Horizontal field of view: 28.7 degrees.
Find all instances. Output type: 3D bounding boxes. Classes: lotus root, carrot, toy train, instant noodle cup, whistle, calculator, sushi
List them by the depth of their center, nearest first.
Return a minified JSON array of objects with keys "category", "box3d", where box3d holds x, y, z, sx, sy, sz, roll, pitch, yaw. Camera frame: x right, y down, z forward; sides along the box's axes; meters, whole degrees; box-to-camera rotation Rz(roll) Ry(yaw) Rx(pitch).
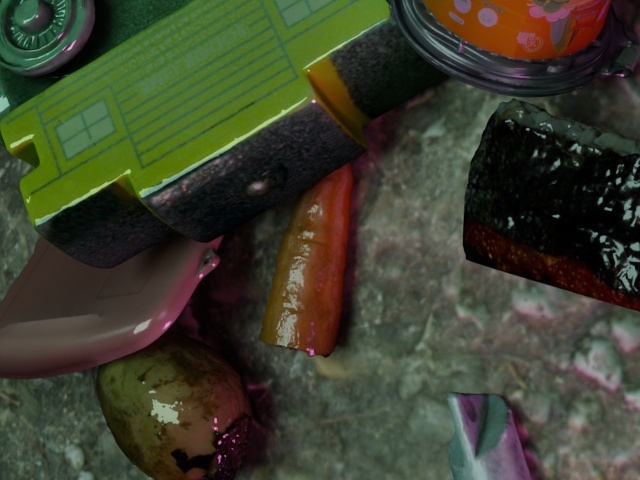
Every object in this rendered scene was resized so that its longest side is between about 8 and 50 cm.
[{"category":"sushi","box3d":[0.202,-0.022,0.904,0.225,0.136,0.126,20,95,47]},{"category":"instant noodle cup","box3d":[0.150,-0.210,0.914,0.125,0.208,0.178,104,173,-49]},{"category":"whistle","box3d":[0.156,0.264,0.956,0.062,0.062,0.312,-28,68,35]},{"category":"toy train","box3d":[-0.093,-0.157,1.090,0.442,0.179,0.272,-29,66,11]},{"category":"carrot","box3d":[0.000,0.000,1.123,0.072,0.072,0.205,10,85,41]},{"category":"lotus root","box3d":[-0.146,0.150,1.184,0.214,0.138,0.138,35,108,41]},{"category":"calculator","box3d":[-0.217,0.038,1.237,0.329,0.048,0.220,-11,40,40]}]
